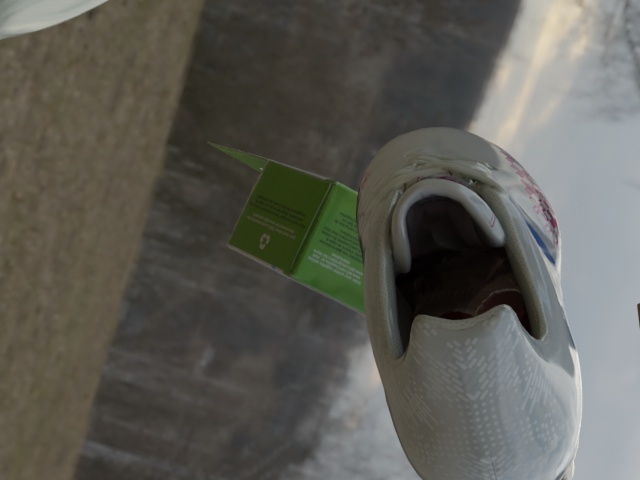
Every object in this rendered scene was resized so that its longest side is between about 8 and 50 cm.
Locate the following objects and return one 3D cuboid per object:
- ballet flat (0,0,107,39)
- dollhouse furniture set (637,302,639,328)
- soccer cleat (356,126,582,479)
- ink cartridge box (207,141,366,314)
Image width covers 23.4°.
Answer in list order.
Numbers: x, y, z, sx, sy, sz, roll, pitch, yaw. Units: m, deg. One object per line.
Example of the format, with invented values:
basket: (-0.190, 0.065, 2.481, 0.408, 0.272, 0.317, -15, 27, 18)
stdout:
ballet flat: (-0.210, -0.150, 0.731, 0.147, 0.409, 0.147, -12, 90, -84)
dollhouse furniture set: (0.258, -0.040, 1.119, 0.151, 0.123, 0.144, 63, 16, -11)
soccer cleat: (0.076, -0.002, 0.835, 0.331, 0.116, 0.143, -98, 172, -57)
ink cartridge box: (0.000, 0.000, 1.482, 0.255, 0.189, 0.097, 21, -96, 58)
